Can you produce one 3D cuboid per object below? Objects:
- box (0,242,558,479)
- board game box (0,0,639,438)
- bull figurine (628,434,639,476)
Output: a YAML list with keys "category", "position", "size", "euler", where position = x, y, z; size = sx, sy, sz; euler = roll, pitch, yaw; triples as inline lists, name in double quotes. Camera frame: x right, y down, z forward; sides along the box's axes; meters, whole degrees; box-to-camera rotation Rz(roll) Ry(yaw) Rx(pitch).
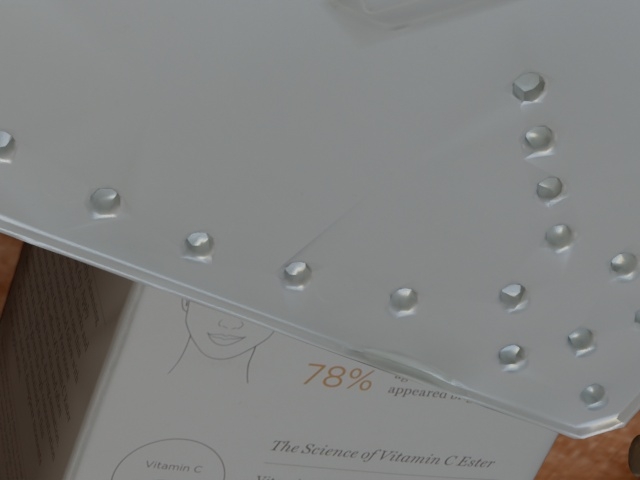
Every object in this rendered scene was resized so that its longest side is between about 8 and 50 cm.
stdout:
- category: "box"
  position: [0.000, 0.000, 0.834]
  size: [0.215, 0.168, 0.345]
  euler: [8, 125, -23]
- category: "board game box"
  position: [0.044, -0.135, 0.590]
  size: [0.390, 0.050, 0.390]
  euler: [21, 122, -25]
- category: "bull figurine"
  position: [0.221, 0.154, 1.074]
  size: [0.188, 0.101, 0.310]
  euler: [9, 125, -22]
